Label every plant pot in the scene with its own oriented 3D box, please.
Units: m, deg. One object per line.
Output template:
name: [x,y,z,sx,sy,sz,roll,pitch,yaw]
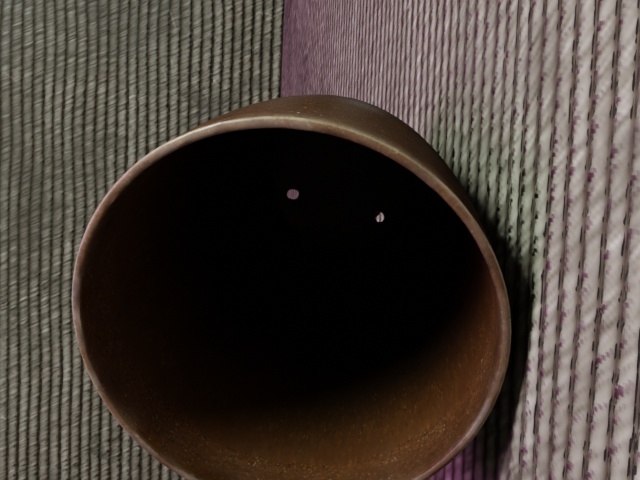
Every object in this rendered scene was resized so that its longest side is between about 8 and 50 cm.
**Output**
plant pot: [0.000,0.000,0.587,0.230,0.215,0.215,-69,-15,-65]
